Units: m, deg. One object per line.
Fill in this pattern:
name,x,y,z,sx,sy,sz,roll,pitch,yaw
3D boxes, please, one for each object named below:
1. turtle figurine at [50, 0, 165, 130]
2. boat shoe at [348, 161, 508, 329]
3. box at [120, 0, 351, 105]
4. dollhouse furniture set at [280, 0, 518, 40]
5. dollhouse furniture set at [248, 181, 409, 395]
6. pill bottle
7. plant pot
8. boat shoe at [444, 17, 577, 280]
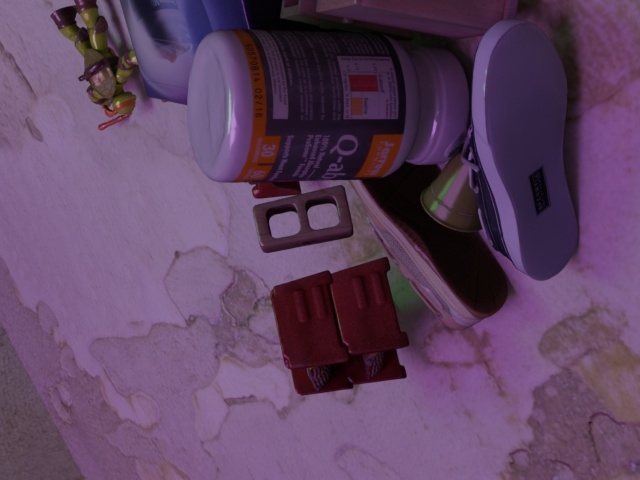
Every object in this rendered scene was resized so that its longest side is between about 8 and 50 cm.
turtle figurine,-0.358,-0.284,1.939,0.269,0.087,0.217,-25,93,59
boat shoe,0.103,-0.023,1.446,0.302,0.109,0.098,53,147,4
box,-0.109,-0.319,1.455,0.296,0.183,0.294,18,129,50
dollhouse furniture set,0.109,-0.395,1.211,0.303,0.174,0.355,-168,85,-67
dollhouse furniture set,0.000,0.000,1.565,0.201,0.152,0.374,80,177,-74
pill bottle,0.009,-0.145,1.291,0.162,0.279,0.162,177,90,-67
plant pot,0.165,-0.066,1.354,0.083,0.083,0.079,44,133,28
boat shoe,0.195,-0.099,1.246,0.105,0.113,0.306,35,155,46
